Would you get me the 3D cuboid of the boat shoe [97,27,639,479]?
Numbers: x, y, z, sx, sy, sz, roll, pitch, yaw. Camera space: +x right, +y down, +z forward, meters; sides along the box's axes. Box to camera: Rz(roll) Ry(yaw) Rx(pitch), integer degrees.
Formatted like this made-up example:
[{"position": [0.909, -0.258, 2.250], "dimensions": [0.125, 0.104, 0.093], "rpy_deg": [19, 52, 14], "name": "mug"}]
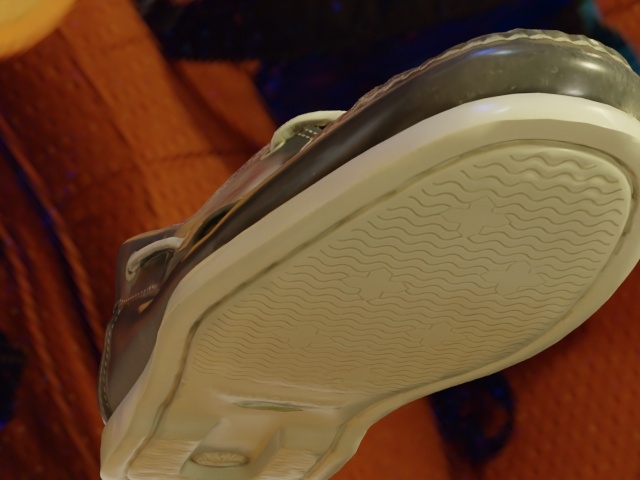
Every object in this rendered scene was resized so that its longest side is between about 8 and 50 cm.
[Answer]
[{"position": [0.000, 0.000, 0.444], "dimensions": [0.084, 0.233, 0.079], "rpy_deg": [11, 67, -20], "name": "boat shoe"}]
